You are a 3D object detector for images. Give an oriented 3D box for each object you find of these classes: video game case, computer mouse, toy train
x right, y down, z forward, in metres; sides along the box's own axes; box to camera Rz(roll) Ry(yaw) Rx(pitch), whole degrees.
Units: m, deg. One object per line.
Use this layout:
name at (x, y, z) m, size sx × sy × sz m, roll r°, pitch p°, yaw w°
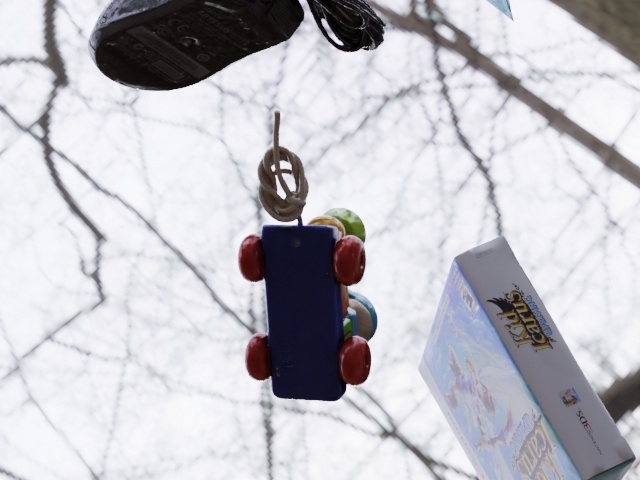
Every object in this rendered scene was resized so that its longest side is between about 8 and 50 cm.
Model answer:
video game case at (0.189, 0.163, 1.669) m, size 0.061 × 0.244 × 0.269 m, roll -24°, pitch -23°, yaw -15°
computer mouse at (-0.090, -0.210, 1.559) m, size 0.272 × 0.072 × 0.188 m, roll -15°, pitch -32°, yaw 32°
toy train at (0.000, 0.000, 1.474) m, size 0.143 × 0.105 × 0.248 m, roll -37°, pitch -54°, yaw -67°

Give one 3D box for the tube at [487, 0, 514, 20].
tube at (0.151, -0.299, 1.796) m, size 0.052 × 0.207 × 0.080 m, roll -29°, pitch -56°, yaw -4°
